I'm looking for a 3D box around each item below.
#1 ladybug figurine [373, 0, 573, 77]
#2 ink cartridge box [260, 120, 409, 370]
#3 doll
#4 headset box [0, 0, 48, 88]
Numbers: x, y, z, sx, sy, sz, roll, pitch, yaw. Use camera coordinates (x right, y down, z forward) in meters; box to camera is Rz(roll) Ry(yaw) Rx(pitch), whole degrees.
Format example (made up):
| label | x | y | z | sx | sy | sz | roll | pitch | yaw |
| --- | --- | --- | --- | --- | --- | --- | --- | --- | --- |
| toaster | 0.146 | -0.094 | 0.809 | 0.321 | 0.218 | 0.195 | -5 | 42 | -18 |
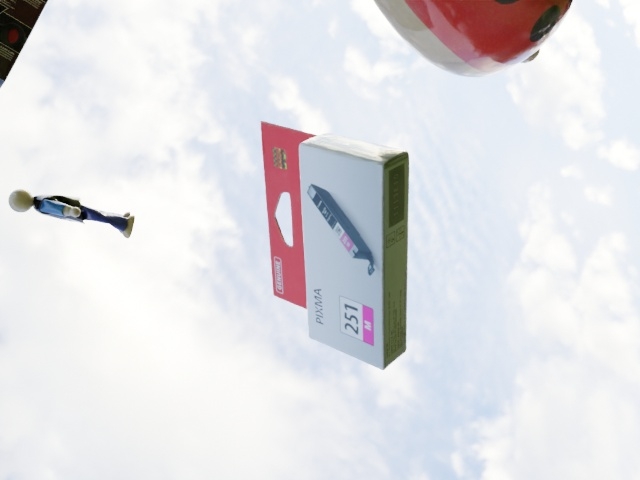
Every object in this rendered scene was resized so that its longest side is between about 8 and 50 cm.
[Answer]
| label | x | y | z | sx | sy | sz | roll | pitch | yaw |
| --- | --- | --- | --- | --- | --- | --- | --- | --- | --- |
| ladybug figurine | 0.175 | -0.378 | 0.876 | 0.449 | 0.162 | 0.305 | 42 | -113 | -38 |
| ink cartridge box | 0.000 | 0.000 | 0.954 | 0.060 | 0.239 | 0.274 | -29 | -54 | -43 |
| doll | -0.393 | -0.047 | 1.190 | 0.189 | 0.129 | 0.046 | 15 | -87 | -26 |
| headset box | -0.494 | -0.357 | 1.156 | 0.110 | 0.218 | 0.293 | 29 | -113 | -27 |
